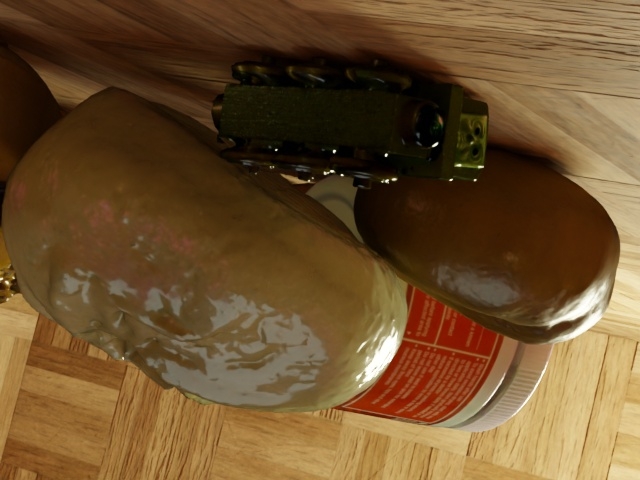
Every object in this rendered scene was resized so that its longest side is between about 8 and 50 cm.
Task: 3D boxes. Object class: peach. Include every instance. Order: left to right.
[{"bbox_3d":[0.146,-0.001,1.418,0.251,0.153,0.251,16,170,3],"label":"peach"}]

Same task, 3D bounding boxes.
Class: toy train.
[{"bbox_3d":[0.023,-0.083,1.180,0.137,0.090,0.225,8,-179,-44],"label":"toy train"}]

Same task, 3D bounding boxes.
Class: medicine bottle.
[{"bbox_3d":[0.092,0.070,1.748,0.240,0.253,0.252,15,176,-29],"label":"medicine bottle"}]

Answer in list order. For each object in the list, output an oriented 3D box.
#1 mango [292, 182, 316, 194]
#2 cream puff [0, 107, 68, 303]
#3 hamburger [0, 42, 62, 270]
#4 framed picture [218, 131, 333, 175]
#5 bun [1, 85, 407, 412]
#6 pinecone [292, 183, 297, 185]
[{"bbox_3d":[0.000,0.000,1.914,0.252,0.126,0.154,11,157,-30],"label":"mango"},{"bbox_3d":[-0.405,-0.042,1.755,0.327,0.231,0.343,4,-173,-16],"label":"cream puff"},{"bbox_3d":[-0.380,-0.078,1.448,0.300,0.176,0.300,-13,148,-8],"label":"hamburger"},{"bbox_3d":[-0.041,-0.096,1.682,0.135,0.010,0.201,13,176,-3],"label":"framed picture"},{"bbox_3d":[-0.108,0.023,1.366,0.361,0.213,0.361,34,-176,-3],"label":"bun"},{"bbox_3d":[-0.033,-0.035,2.037,0.077,0.077,0.083,12,-168,20],"label":"pinecone"}]
